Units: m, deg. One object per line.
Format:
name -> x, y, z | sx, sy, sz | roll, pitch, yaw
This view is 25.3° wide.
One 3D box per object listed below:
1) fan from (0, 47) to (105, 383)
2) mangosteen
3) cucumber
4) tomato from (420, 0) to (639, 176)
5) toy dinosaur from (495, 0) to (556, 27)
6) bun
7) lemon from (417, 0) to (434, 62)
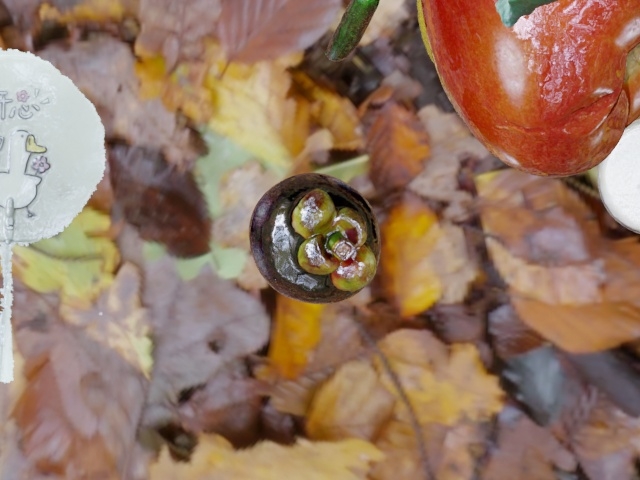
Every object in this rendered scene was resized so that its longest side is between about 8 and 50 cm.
fan -> -0.374, -0.023, 1.711 | 0.233, 0.012, 0.414 | -1, 104, -12
mangosteen -> 0.000, 0.000, 1.398 | 0.137, 0.151, 0.137 | -1, 93, -18
cucumber -> 0.039, -0.248, 1.645 | 0.036, 0.184, 0.033 | -33, 82, -20
tomato -> 0.206, -0.211, 1.273 | 0.226, 0.298, 0.298 | 31, 82, 27
toy dinosaur -> 0.240, -0.247, 0.740 | 0.383, 0.129, 0.076 | -35, 129, 13
bun -> 0.392, -0.079, 1.653 | 0.138, 0.094, 0.138 | 6, 108, 21
lemon -> 0.245, -0.273, 1.703 | 0.320, 0.245, 0.245 | 21, 82, -47
